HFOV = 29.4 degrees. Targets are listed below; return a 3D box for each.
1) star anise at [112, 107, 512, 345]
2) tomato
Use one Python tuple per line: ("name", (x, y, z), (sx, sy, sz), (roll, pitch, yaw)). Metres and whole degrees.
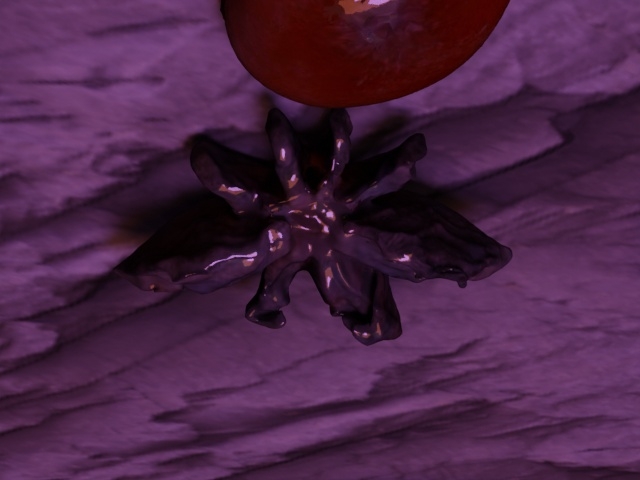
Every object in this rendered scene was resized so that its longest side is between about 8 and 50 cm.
("star anise", (0.005, 0.001, 0.891), (0.258, 0.110, 0.198), (22, 125, -18))
("tomato", (0.043, -0.161, 0.755), (0.199, 0.112, 0.228), (-3, 134, -10))
